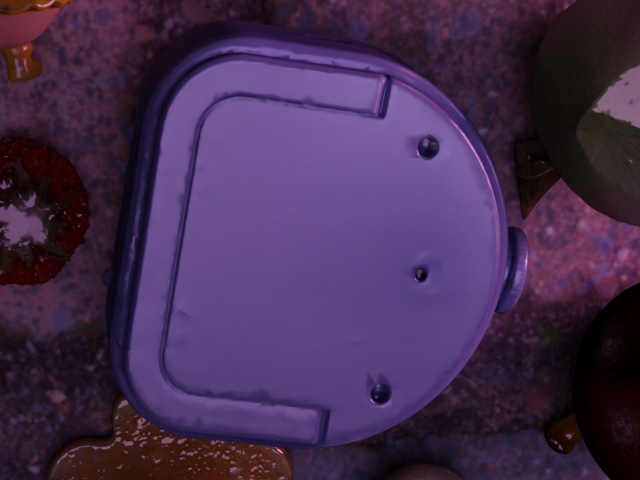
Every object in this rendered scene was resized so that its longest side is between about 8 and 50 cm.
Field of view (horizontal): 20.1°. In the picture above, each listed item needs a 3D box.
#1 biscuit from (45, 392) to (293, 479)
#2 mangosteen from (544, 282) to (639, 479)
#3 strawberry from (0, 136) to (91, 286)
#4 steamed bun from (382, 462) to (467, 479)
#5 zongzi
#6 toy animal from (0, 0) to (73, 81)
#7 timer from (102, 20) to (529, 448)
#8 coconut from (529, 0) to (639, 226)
[{"bbox_3d":[-0.152,0.210,1.746,0.234,0.030,0.153,-18,107,-5],"label":"biscuit"},{"bbox_3d":[0.326,0.157,1.747,0.261,0.235,0.235,-19,115,41],"label":"mangosteen"},{"bbox_3d":[-0.279,-0.025,1.630,0.145,0.086,0.145,-3,107,-11],"label":"strawberry"},{"bbox_3d":[0.103,0.273,1.778,0.130,0.091,0.112,38,94,-19],"label":"steamed bun"},{"bbox_3d":[0.226,-0.065,1.739,0.076,0.040,0.083,-17,119,-12],"label":"zongzi"},{"bbox_3d":[-0.288,-0.246,1.541,0.156,0.156,0.229,-9,110,-8],"label":"toy animal"},{"bbox_3d":[0.000,0.000,1.641,0.395,0.173,0.394,-2,104,-9],"label":"timer"},{"bbox_3d":[0.299,-0.130,1.631,0.236,0.205,0.236,-37,146,-31],"label":"coconut"}]
